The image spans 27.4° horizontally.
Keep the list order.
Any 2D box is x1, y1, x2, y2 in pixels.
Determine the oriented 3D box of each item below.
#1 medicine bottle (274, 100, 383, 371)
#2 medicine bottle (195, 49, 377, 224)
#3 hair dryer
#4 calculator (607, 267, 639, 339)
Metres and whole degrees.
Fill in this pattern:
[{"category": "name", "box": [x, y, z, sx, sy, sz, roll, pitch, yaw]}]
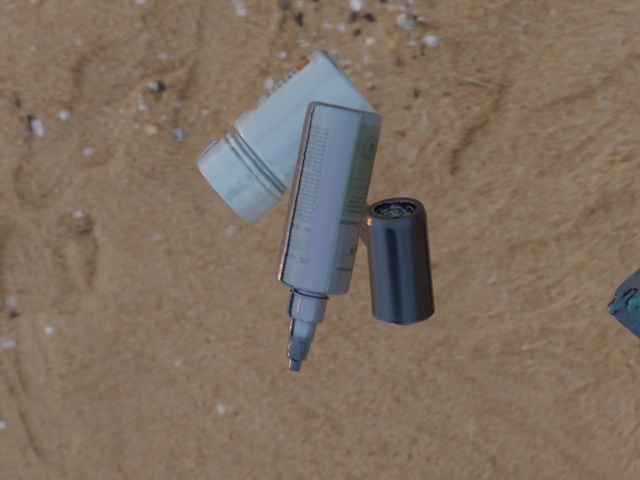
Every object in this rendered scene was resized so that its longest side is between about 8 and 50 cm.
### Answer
[{"category": "medicine bottle", "box": [0.000, 0.000, 0.964, 0.057, 0.057, 0.199, 14, 96, 27]}, {"category": "medicine bottle", "box": [-0.049, -0.149, 1.918, 0.252, 0.144, 0.144, -42, 77, 1]}, {"category": "hair dryer", "box": [0.060, -0.016, 1.487, 0.070, 0.255, 0.128, -12, 117, -11]}, {"category": "calculator", "box": [0.556, 0.073, 1.735, 0.248, 0.058, 0.274, 38, 115, -25]}]
